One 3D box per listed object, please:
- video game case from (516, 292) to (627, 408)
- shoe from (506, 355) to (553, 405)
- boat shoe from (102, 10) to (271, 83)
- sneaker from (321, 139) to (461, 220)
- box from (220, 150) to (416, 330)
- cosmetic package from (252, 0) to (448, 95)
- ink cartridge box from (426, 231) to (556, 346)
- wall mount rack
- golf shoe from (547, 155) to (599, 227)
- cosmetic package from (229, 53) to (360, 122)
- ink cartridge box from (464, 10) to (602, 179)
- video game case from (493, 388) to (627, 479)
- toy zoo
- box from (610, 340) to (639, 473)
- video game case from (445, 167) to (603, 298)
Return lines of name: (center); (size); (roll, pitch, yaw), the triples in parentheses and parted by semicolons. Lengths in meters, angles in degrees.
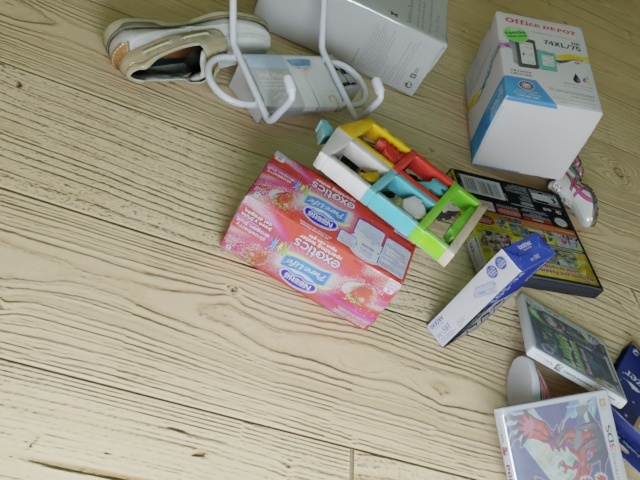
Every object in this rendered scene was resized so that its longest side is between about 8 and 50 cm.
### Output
video game case: (0.406, 0.174, 1.203); (0.173, 0.022, 0.190); (30, 24, -3)
shoe: (0.336, 0.261, 1.097); (0.081, 0.063, 0.178); (15, 51, -21)
boat shoe: (-0.215, -0.323, 1.277); (0.302, 0.113, 0.103); (-14, 61, -27)
sneaker: (0.122, -0.116, 1.310); (0.279, 0.107, 0.118); (22, 25, -16)
box: (0.000, 0.000, 1.088); (0.257, 0.122, 0.128); (30, 41, -4)
cosmetic package: (0.067, -0.492, 1.558); (0.385, 0.156, 0.217); (22, 45, -13)
ink cartridge box: (0.253, 0.077, 1.106); (0.097, 0.207, 0.046); (-19, 64, -41)
wall mount rack: (-0.041, -0.347, 1.276); (0.350, 0.130, 0.304); (-9, 68, -40)
golf shoe: (0.524, -0.100, 1.549); (0.086, 0.067, 0.186); (-9, 54, -1)
cosmetic package: (-0.044, -0.289, 1.376); (0.239, 0.060, 0.099); (-19, 62, -41)
ink cartridge box: (0.430, -0.301, 1.525); (0.198, 0.197, 0.270); (9, 52, -6)
video game case: (0.342, 0.311, 1.020); (0.201, 0.023, 0.183); (-3, 76, -26)
toy zoo: (0.113, -0.097, 1.147); (0.293, 0.030, 0.192); (39, 36, 7)
box: (0.531, 0.275, 1.219); (0.136, 0.036, 0.225); (44, 45, 12)
video game case: (0.382, -0.014, 1.397); (0.275, 0.035, 0.248); (10, 47, -24)
